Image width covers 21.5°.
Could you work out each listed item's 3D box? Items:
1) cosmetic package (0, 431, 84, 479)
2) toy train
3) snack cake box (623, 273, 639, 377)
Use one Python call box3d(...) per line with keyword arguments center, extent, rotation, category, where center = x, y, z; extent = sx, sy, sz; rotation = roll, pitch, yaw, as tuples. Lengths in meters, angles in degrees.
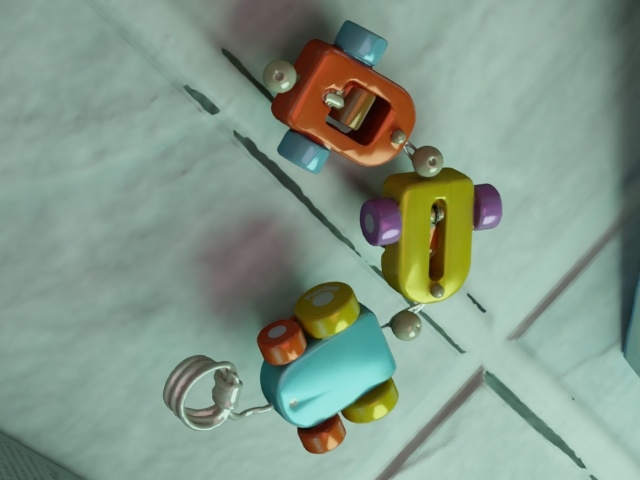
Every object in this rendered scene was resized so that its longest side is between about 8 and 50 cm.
box3d(center=(-0.144, 0.157, 0.596), extent=(0.184, 0.151, 0.151), rotation=(38, 93, -35), category="cosmetic package")
box3d(center=(0.000, 0.000, 0.666), extent=(0.125, 0.046, 0.166), rotation=(21, 99, -31), category="toy train")
box3d(center=(0.223, -0.031, 0.690), extent=(0.152, 0.089, 0.264), rotation=(-20, 140, -17), category="snack cake box")
